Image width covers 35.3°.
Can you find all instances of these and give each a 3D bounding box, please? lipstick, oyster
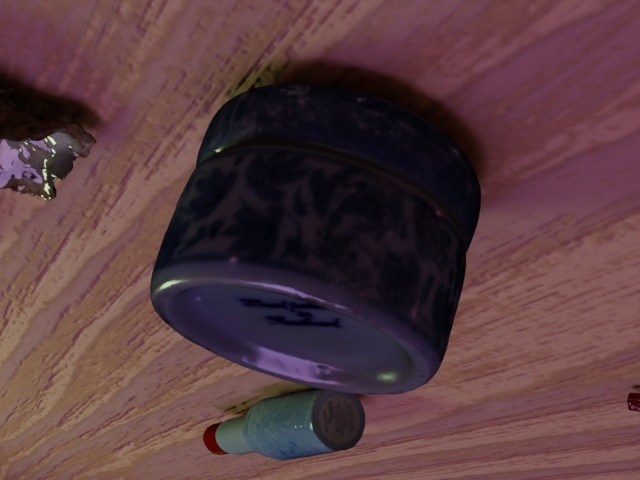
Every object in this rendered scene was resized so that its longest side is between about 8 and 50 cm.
[{"bbox_3d":[-0.050,0.192,1.022,0.068,0.061,0.274,25,155,-22],"label":"lipstick"},{"bbox_3d":[-0.212,-0.067,0.578,0.148,0.051,0.103,12,158,-27],"label":"oyster"}]

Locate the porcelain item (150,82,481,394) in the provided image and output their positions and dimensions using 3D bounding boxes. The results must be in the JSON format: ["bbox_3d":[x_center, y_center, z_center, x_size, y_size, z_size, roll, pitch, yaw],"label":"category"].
[{"bbox_3d":[0.000,0.000,0.500,0.147,0.114,0.147,14,158,6],"label":"porcelain item"}]

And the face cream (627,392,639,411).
[{"bbox_3d":[0.254,0.114,0.693,0.083,0.021,0.040,-1,149,37],"label":"face cream"}]
